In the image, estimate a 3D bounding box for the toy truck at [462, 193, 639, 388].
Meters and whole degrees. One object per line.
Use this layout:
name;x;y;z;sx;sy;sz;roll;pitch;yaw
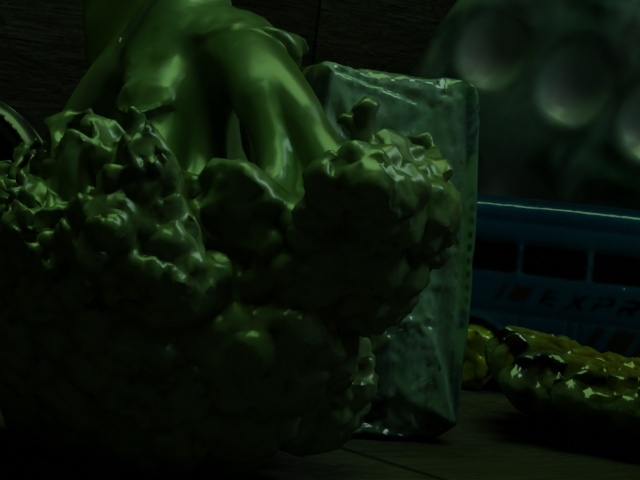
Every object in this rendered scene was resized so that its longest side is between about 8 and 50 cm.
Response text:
toy truck;0.232;0.049;1.400;0.385;0.162;0.161;6;4;18

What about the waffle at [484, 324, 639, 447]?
waffle;0.209;0.108;1.180;0.204;0.054;0.223;17;4;8

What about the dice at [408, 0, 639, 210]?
dice;0.283;-0.076;1.656;0.328;0.330;0.348;30;16;32

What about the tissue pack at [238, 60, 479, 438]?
tissue pack;0.000;0.000;1.194;0.128;0.228;0.311;5;2;-17

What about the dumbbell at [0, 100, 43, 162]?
dumbbell;-0.267;-0.001;1.007;0.192;0.192;0.290;8;2;32

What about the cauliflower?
cauliflower;-0.054;-0.007;0.881;0.327;0.281;0.260;-13;-44;43
